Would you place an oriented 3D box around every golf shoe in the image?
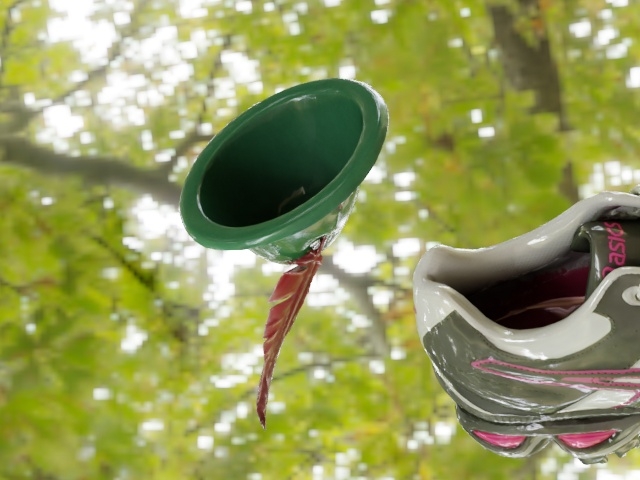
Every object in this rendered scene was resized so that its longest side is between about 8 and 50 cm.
[{"bbox_3d":[0.174,0.029,0.787,0.120,0.273,0.105,53,-151,-47],"label":"golf shoe"}]

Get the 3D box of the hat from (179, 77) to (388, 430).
[{"bbox_3d":[0.000,0.000,1.419,0.183,0.209,0.173,54,-157,-36],"label":"hat"}]
